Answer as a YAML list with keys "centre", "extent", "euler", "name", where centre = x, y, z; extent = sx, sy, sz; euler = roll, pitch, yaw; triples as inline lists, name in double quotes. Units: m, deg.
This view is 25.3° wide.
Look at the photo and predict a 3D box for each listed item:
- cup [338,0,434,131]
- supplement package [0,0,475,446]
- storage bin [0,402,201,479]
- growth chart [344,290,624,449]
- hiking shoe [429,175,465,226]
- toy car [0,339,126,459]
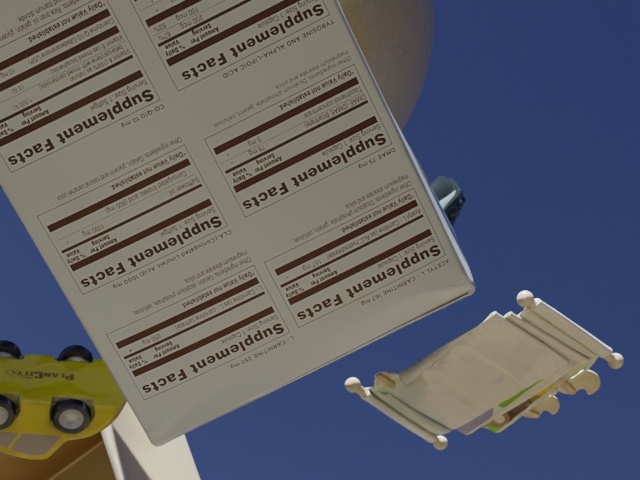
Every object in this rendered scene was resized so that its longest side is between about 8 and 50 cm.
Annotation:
- centre: [-0.055, -0.205, 1.123]
  extent: [0.331, 0.331, 0.237]
  euler: [18, -11, -2]
  name: "cup"
- centre: [-0.053, -0.061, 0.620]
  extent: [0.149, 0.194, 0.203]
  euler: [-26, -71, 4]
  name: "supplement package"
- centre: [-0.214, 0.287, 1.229]
  extent: [0.260, 0.262, 0.123]
  euler: [-36, -29, 23]
  name: "storage bin"
- centre: [0.168, 0.138, 1.424]
  extent: [0.237, 0.021, 0.172]
  euler: [-31, -53, 25]
  name: "growth chart"
- centre: [0.000, 0.000, 1.381]
  extent: [0.132, 0.304, 0.113]
  euler: [56, -17, 15]
  name: "hiking shoe"
- centre: [-0.255, 0.098, 0.799]
  extent: [0.239, 0.225, 0.053]
  euler: [22, -59, 18]
  name: "toy car"
